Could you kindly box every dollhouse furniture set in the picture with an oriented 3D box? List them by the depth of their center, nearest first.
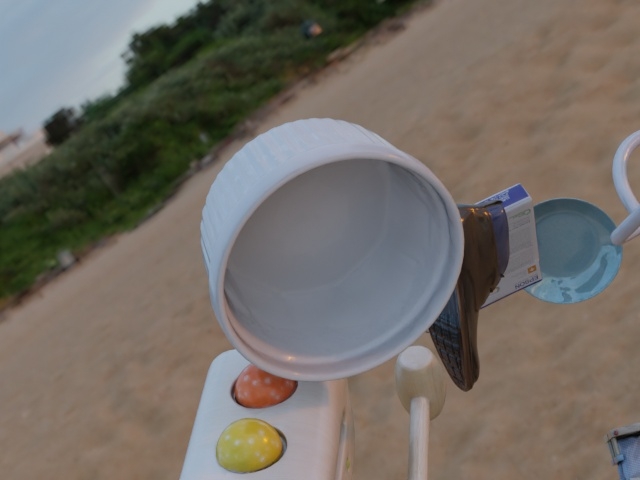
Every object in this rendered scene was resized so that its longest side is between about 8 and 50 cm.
[{"bbox_3d":[0.418,0.357,1.986,0.183,0.129,0.129,-15,-15,4],"label":"dollhouse furniture set"}]

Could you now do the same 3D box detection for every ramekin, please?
[{"bbox_3d":[0.000,0.000,1.073,0.207,0.207,0.109,-36,35,1],"label":"ramekin"}]

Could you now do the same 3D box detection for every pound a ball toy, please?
[{"bbox_3d":[-0.008,0.186,1.091,0.208,0.136,0.319,-4,32,10],"label":"pound a ball toy"}]

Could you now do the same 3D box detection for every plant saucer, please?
[{"bbox_3d":[0.409,0.013,2.241,0.195,0.195,0.037,-35,14,19],"label":"plant saucer"}]

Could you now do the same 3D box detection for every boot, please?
[{"bbox_3d":[0.178,0.059,1.511,0.106,0.219,0.082,-19,19,-22],"label":"boot"}]

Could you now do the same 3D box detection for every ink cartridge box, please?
[{"bbox_3d":[0.241,0.031,2.126,0.223,0.045,0.224,-24,-39,-5],"label":"ink cartridge box"}]

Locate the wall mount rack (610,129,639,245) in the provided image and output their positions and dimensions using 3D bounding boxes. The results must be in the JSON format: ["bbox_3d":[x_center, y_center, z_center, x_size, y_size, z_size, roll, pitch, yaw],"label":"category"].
[{"bbox_3d":[0.424,0.002,1.112,0.304,0.350,0.130,-29,-15,-24],"label":"wall mount rack"}]
